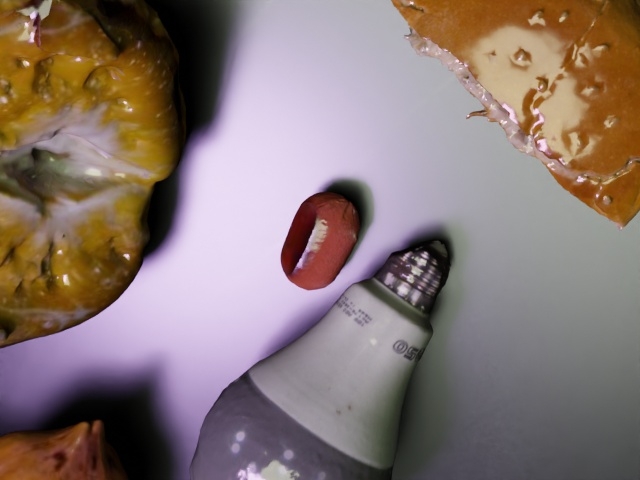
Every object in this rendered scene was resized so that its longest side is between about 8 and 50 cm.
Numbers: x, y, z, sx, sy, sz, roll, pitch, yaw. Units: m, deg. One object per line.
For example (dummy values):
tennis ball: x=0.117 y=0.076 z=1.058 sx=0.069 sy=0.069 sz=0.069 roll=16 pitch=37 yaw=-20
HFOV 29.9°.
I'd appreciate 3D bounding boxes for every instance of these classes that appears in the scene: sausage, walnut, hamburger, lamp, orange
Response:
sausage: x=0.000 y=0.000 z=1.074 sx=0.054 sy=0.059 sz=0.094 roll=9 pitch=115 yaw=-35
walnut: x=-0.291 y=0.297 z=1.157 sx=0.209 sy=0.209 sz=0.336 roll=36 pitch=111 yaw=1
hamburger: x=0.177 y=-0.151 z=0.939 sx=0.283 sy=0.144 sz=0.156 roll=45 pitch=111 yaw=0
lamp: x=0.003 y=0.142 z=1.049 sx=0.182 sy=0.182 sz=0.314 roll=29 pitch=110 yaw=4
orange: x=-0.267 y=-0.078 z=1.027 sx=0.210 sy=0.271 sz=0.368 roll=47 pitch=120 yaw=44
